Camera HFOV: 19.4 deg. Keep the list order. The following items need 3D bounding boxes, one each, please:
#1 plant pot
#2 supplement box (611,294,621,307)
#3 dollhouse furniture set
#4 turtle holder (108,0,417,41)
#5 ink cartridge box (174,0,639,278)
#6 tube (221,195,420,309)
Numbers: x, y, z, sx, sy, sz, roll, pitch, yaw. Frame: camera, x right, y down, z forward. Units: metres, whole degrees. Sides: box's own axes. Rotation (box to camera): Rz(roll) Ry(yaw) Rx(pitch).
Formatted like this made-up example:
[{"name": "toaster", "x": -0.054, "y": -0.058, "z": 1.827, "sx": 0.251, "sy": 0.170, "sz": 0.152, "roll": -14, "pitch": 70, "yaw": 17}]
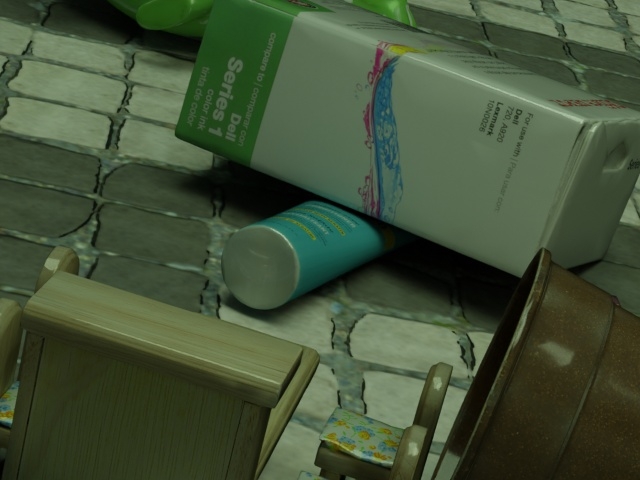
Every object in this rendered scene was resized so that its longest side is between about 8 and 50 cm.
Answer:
[{"name": "plant pot", "x": 0.149, "y": 0.112, "z": 0.917, "sx": 0.165, "sy": 0.167, "sz": 0.167, "roll": 24, "pitch": 23, "yaw": 4}, {"name": "supplement box", "x": 0.162, "y": 0.065, "z": 1.168, "sx": 0.055, "sy": 0.043, "sz": 0.083, "roll": 11, "pitch": 22, "yaw": -7}, {"name": "dollhouse furniture set", "x": -0.057, "y": 0.072, "z": 0.863, "sx": 0.212, "sy": 0.161, "sz": 0.242, "roll": 17, "pitch": 23, "yaw": 7}, {"name": "turtle holder", "x": -0.058, "y": -0.284, "z": 1.606, "sx": 0.320, "sy": 0.243, "sz": 0.227, "roll": 13, "pitch": 4, "yaw": 19}, {"name": "ink cartridge box", "x": 0.072, "y": -0.079, "z": 1.318, "sx": 0.278, "sy": 0.117, "sz": 0.201, "roll": 23, "pitch": 13, "yaw": 20}, {"name": "tube", "x": 0.000, "y": 0.000, "z": 1.227, "sx": 0.080, "sy": 0.052, "sz": 0.207, "roll": 29, "pitch": 19, "yaw": 14}]
